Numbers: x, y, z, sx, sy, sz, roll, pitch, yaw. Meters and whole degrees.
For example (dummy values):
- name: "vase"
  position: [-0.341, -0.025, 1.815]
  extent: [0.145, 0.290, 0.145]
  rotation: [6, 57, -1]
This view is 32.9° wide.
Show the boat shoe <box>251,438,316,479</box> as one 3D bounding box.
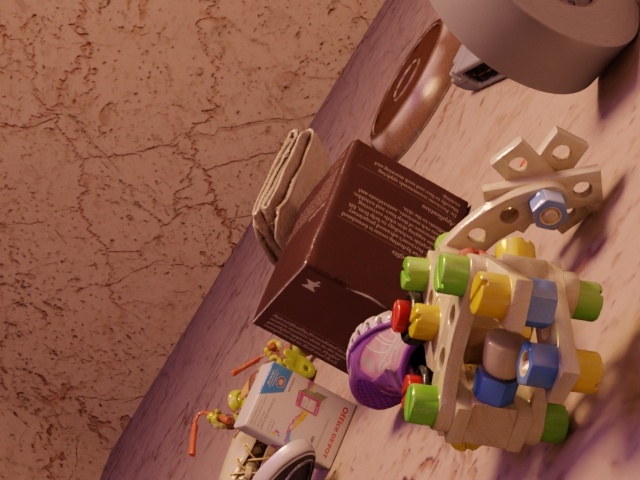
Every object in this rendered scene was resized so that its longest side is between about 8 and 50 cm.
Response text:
- name: "boat shoe"
  position: [-0.057, 0.338, 1.274]
  extent: [0.080, 0.076, 0.229]
  rotation: [6, -59, -52]

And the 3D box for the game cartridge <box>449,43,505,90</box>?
- name: "game cartridge"
  position: [0.273, -0.313, 1.450]
  extent: [0.198, 0.062, 0.297]
  rotation: [-58, 9, -7]

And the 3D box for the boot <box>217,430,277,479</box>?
- name: "boot"
  position: [-0.096, 0.315, 1.528]
  extent: [0.165, 0.077, 0.213]
  rotation: [-70, 8, -45]

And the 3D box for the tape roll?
- name: "tape roll"
  position: [0.212, -0.252, 1.090]
  extent: [0.072, 0.219, 0.219]
  rotation: [-50, 15, 44]

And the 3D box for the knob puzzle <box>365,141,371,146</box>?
- name: "knob puzzle"
  position: [0.065, -0.088, 1.914]
  extent: [0.213, 0.030, 0.213]
  rotation: [-160, 90, -88]

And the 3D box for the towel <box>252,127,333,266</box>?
- name: "towel"
  position: [0.000, 0.000, 1.495]
  extent: [0.049, 0.282, 0.187]
  rotation: [-2, 47, 29]

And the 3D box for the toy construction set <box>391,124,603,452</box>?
- name: "toy construction set"
  position: [0.137, 0.038, 0.860]
  extent: [0.328, 0.151, 0.215]
  rotation: [-65, -10, -57]

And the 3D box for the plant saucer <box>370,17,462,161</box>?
- name: "plant saucer"
  position: [0.168, -0.273, 1.904]
  extent: [0.311, 0.050, 0.310]
  rotation: [-58, 11, 17]

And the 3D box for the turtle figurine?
- name: "turtle figurine"
  position: [-0.088, 0.229, 1.683]
  extent: [0.217, 0.087, 0.269]
  rotation: [-41, 4, 38]

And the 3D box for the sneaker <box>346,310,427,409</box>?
- name: "sneaker"
  position: [0.092, 0.120, 1.067]
  extent: [0.236, 0.095, 0.105]
  rotation: [-49, 23, 49]

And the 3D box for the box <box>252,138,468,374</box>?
- name: "box"
  position: [0.049, 0.026, 1.302]
  extent: [0.167, 0.168, 0.203]
  rotation: [-47, 16, 52]

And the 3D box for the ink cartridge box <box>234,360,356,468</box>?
- name: "ink cartridge box"
  position: [-0.030, 0.215, 1.326]
  extent: [0.089, 0.122, 0.052]
  rotation: [-66, 14, -20]
